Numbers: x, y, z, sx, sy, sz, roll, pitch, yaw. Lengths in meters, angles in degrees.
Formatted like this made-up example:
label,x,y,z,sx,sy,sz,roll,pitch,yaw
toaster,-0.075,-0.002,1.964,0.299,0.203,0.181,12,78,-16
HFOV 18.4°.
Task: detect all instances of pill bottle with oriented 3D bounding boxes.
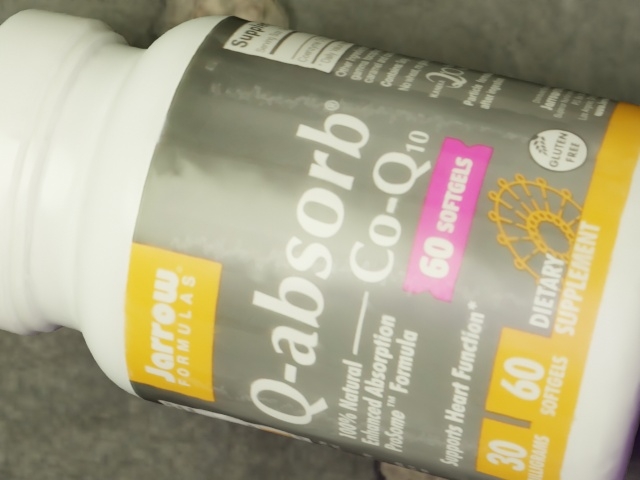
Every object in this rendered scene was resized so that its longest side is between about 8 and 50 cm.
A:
label,x,y,z,sx,sy,sz,roll,pitch,yaw
pill bottle,0.000,0.000,0.786,0.278,0.162,0.162,13,103,10
